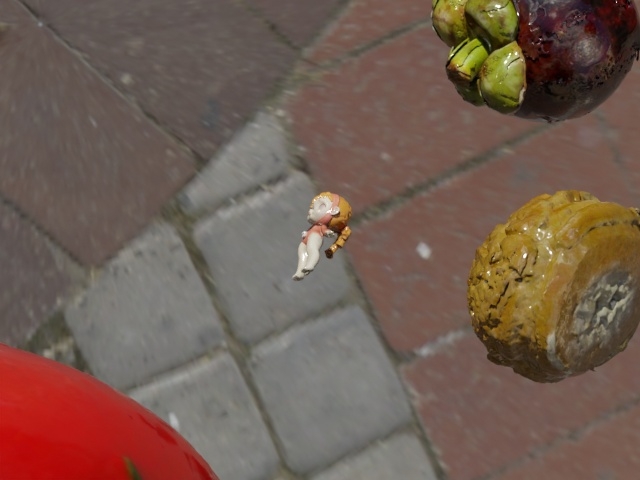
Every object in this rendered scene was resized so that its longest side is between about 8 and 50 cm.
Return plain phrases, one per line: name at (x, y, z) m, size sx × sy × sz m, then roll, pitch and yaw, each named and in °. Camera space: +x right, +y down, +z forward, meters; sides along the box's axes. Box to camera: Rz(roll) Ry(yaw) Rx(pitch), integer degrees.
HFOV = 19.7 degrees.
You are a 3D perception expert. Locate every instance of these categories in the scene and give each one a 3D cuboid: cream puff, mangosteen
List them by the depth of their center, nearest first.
cream puff at (0.180, 0.034, 1.426) m, size 0.165 × 0.115 × 0.150 m, roll 6°, pitch 105°, yaw -47°
mangosteen at (0.177, -0.173, 1.569) m, size 0.180 × 0.166 × 0.166 m, roll -17°, pitch 100°, yaw -32°

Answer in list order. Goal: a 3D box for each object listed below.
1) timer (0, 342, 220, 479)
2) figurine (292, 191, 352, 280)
timer at (-0.198, 0.227, 0.831) m, size 0.378 × 0.279 × 0.378 m, roll -12°, pitch 106°, yaw -49°
figurine at (0.000, 0.000, 1.793) m, size 0.047 × 0.064 × 0.109 m, roll 37°, pitch 46°, yaw -15°
